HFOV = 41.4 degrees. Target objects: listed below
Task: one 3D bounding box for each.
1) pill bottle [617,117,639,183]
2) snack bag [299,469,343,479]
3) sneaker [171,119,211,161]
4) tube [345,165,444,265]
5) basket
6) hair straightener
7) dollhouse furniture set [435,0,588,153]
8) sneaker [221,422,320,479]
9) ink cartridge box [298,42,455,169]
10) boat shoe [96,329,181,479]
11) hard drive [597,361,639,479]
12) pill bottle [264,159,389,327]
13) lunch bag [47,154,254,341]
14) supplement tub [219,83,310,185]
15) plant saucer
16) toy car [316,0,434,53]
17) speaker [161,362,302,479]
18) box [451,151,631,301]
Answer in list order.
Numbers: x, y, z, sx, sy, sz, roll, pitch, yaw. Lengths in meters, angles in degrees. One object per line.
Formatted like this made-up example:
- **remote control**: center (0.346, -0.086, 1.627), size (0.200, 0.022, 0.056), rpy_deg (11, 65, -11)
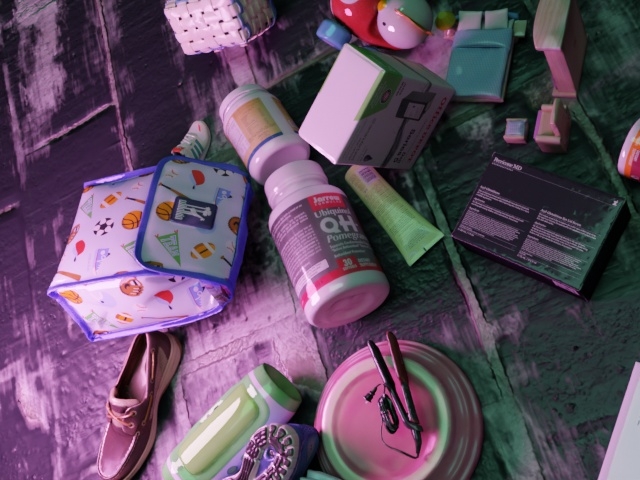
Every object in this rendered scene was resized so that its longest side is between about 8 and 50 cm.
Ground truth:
- **pill bottle**: center (0.644, -0.129, 1.464), size (0.221, 0.121, 0.121), rpy_deg (28, 86, 31)
- **snack bag**: center (0.092, 0.605, 1.478), size (0.342, 0.037, 0.323), rpy_deg (11, 92, 26)
- **sneaker**: center (-0.308, -0.215, 1.982), size (0.057, 0.075, 0.161), rpy_deg (8, 76, 28)
- **tube**: center (0.142, -0.062, 1.726), size (0.240, 0.062, 0.070), rpy_deg (50, 141, 25)
- **basket**: center (-0.229, -0.571, 2.014), size (0.255, 0.201, 0.289), rpy_deg (-4, 43, 27)
- **hair straightener**: center (0.125, 0.284, 1.525), size (0.089, 0.047, 0.230), rpy_deg (-24, 68, 17)
- **dollhouse furniture set**: center (0.335, -0.344, 1.645), size (0.303, 0.198, 0.286), rpy_deg (7, 76, 28)
- **sneaker**: center (-0.103, 0.472, 1.614), size (0.330, 0.147, 0.130), rpy_deg (-53, 58, 25)
- **ink cartridge box**: center (0.116, -0.253, 1.649), size (0.115, 0.273, 0.198), rpy_deg (41, 115, 29)
- **boat shoe**: center (-0.411, 0.350, 1.806), size (0.123, 0.123, 0.342), rpy_deg (17, 81, 30)
- **hard drive**: center (0.569, 0.381, 1.368), size (0.210, 0.040, 0.318), rpy_deg (16, 80, 30)
- **pill bottle**: center (0.000, 0.000, 1.699), size (0.176, 0.176, 0.318), rpy_deg (-32, 62, 13)
- **lunch bag**: center (-0.339, 0.006, 1.793), size (0.385, 0.239, 0.328), rpy_deg (-9, 49, 18)
- **supplement tub**: center (-0.126, -0.234, 1.860), size (0.144, 0.144, 0.199), rpy_deg (-38, 60, 9)
- **plant saucer**: center (0.131, 0.343, 1.570), size (0.332, 0.084, 0.332), rpy_deg (-8, 69, 22)
- **toy car**: center (0.143, -0.465, 1.731), size (0.219, 0.210, 0.238), rpy_deg (-59, 25, 6)
- **speaker**: center (-0.177, 0.385, 1.680), size (0.296, 0.131, 0.131), rpy_deg (-46, 59, 5)
- **box**: center (0.404, -0.028, 1.556), size (0.261, 0.103, 0.184), rpy_deg (26, 88, 31)
